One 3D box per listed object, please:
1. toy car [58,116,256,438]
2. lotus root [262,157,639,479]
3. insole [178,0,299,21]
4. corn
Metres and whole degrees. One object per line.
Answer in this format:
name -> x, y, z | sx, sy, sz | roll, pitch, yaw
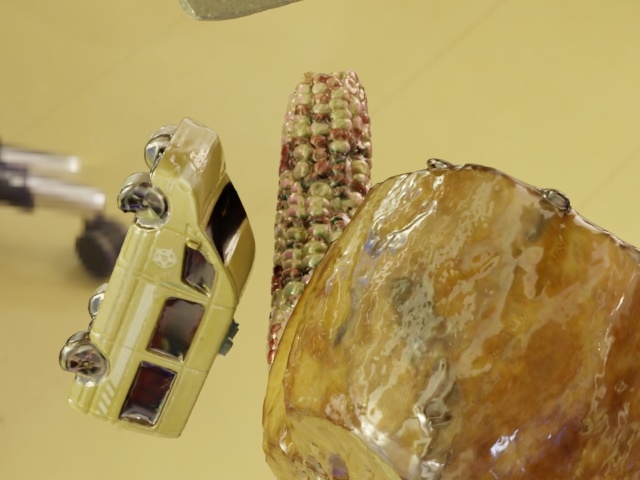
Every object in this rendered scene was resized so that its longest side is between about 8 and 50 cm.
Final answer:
toy car -> -0.115, 0.033, 1.510 | 0.124, 0.256, 0.101 | 23, 32, -2
lotus root -> 0.074, 0.105, 1.360 | 0.316, 0.316, 0.250 | 30, 62, 17
insole -> 0.023, -0.133, 0.788 | 0.192, 0.063, 0.010 | -21, 12, -25
corn -> 0.000, 0.000, 1.562 | 0.092, 0.092, 0.280 | 2, 77, -9
